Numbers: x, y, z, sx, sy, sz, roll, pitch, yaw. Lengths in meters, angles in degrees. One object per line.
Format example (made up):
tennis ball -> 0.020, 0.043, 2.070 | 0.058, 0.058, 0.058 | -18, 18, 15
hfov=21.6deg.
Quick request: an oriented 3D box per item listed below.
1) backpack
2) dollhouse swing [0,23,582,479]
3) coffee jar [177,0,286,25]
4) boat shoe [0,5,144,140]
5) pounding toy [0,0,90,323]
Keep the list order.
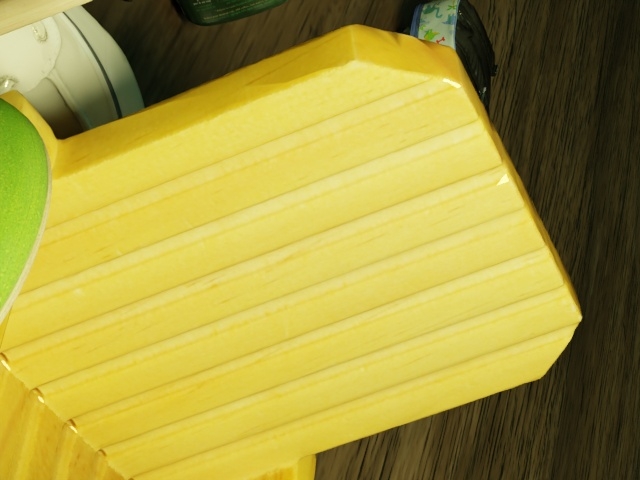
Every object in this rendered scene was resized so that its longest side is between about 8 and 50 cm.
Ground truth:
backpack -> 0.116, -0.170, 1.598 | 0.114, 0.084, 0.105 | 64, 28, -47
dollhouse swing -> -0.047, 0.114, 0.836 | 0.347, 0.305, 0.315 | 56, 33, -48
coffee jar -> -0.085, -0.238, 1.129 | 0.184, 0.096, 0.079 | 60, 23, -43
boat shoe -> -0.181, -0.115, 0.866 | 0.267, 0.096, 0.088 | 64, 32, -34
pounding toy -> -0.208, -0.032, 0.684 | 0.110, 0.183, 0.237 | 45, 39, -39
